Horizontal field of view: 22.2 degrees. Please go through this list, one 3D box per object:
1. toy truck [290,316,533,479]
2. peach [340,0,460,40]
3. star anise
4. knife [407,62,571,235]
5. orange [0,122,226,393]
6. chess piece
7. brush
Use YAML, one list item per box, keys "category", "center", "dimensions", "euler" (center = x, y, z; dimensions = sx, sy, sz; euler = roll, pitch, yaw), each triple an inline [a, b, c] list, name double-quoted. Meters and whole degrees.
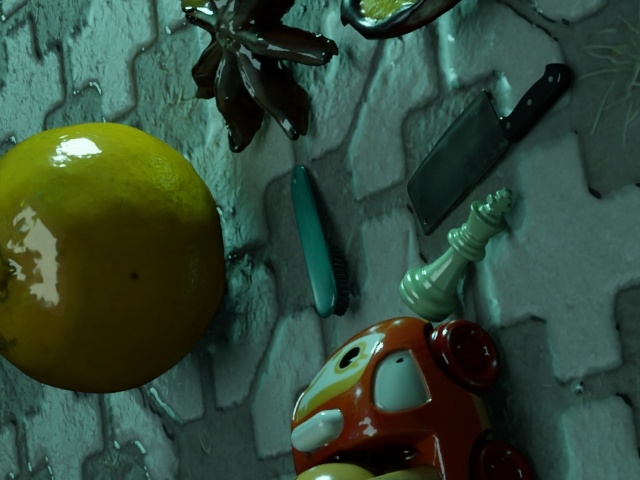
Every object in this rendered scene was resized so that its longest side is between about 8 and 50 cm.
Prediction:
- category: "toy truck"
  center: [0.046, 0.200, 1.483]
  dimensions: [0.189, 0.239, 0.264]
  euler: [-38, 60, 44]
- category: "peach"
  center: [0.117, -0.309, 1.544]
  dimensions: [0.279, 0.068, 0.189]
  euler: [-57, 40, 9]
- category: "star anise"
  center: [-0.076, -0.233, 1.771]
  dimensions: [0.288, 0.088, 0.288]
  euler: [27, 125, 46]
- category: "knife"
  center: [0.151, -0.100, 1.536]
  dimensions: [0.245, 0.019, 0.072]
  euler: [-48, 52, 42]
- category: "orange"
  center: [-0.254, 0.019, 1.829]
  dimensions: [0.312, 0.312, 0.312]
  euler: [-2, 88, 52]
- category: "chess piece"
  center: [0.136, 0.008, 1.529]
  dimensions: [0.149, 0.059, 0.059]
  euler: [-53, 50, 29]
- category: "brush"
  center: [0.000, 0.000, 1.723]
  dimensions: [0.043, 0.032, 0.193]
  euler: [-53, 38, 43]
